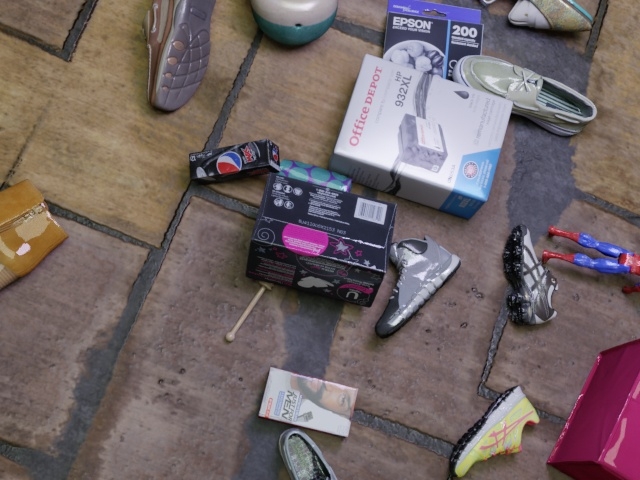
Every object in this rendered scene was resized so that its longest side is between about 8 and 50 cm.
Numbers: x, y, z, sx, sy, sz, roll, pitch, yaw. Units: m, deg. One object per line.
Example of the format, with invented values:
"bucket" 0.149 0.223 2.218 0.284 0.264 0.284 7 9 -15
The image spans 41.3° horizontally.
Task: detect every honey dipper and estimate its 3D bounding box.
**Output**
"honey dipper" -0.130 0.123 1.609 0.030 0.030 0.160 33 77 4

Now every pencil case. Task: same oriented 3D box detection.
"pencil case" -0.015 -0.110 1.661 0.152 0.070 0.064 16 40 2

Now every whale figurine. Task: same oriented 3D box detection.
"whale figurine" -0.059 -0.510 1.743 0.216 0.141 0.272 -5 52 -7

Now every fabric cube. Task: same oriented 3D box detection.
"fabric cube" 0.603 0.352 1.502 0.258 0.254 0.259 31 75 3

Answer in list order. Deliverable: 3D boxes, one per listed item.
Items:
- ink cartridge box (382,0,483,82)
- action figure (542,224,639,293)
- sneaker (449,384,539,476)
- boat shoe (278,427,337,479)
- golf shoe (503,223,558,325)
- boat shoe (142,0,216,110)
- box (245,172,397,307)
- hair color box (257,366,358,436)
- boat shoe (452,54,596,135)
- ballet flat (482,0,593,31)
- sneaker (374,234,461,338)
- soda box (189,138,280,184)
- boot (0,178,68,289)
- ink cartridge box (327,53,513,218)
"ink cartridge box" 0.235 -0.415 1.773 0.206 0.045 0.208 7 74 -3
"action figure" 0.588 0.049 1.673 0.280 0.139 0.091 14 77 21
"sneaker" 0.325 0.367 1.562 0.208 0.081 0.094 -42 85 -14
"boat shoe" -0.008 0.439 1.512 0.079 0.081 0.227 -28 79 -11
"golf shoe" 0.413 0.066 1.656 0.094 0.077 0.198 -2 85 -11
"boat shoe" -0.293 -0.416 1.701 0.116 0.123 0.324 9 82 32
"box" 0.000 0.000 1.580 0.247 0.142 0.163 14 56 -3
"hair color box" -0.023 0.299 1.562 0.167 0.053 0.093 14 74 -3
"boat shoe" 0.415 -0.305 1.711 0.302 0.094 0.109 19 73 -11
"ballet flat" 0.409 -0.526 1.792 0.348 0.123 0.123 42 76 5
"sneaker" 0.152 0.076 1.627 0.132 0.086 0.229 44 66 11
"soda box" -0.165 -0.149 1.629 0.169 0.060 0.053 -9 78 18
"boot" -0.633 -0.052 1.581 0.295 0.104 0.211 45 71 2
"ink cartridge box" 0.193 -0.203 1.670 0.307 0.129 0.223 18 75 0
